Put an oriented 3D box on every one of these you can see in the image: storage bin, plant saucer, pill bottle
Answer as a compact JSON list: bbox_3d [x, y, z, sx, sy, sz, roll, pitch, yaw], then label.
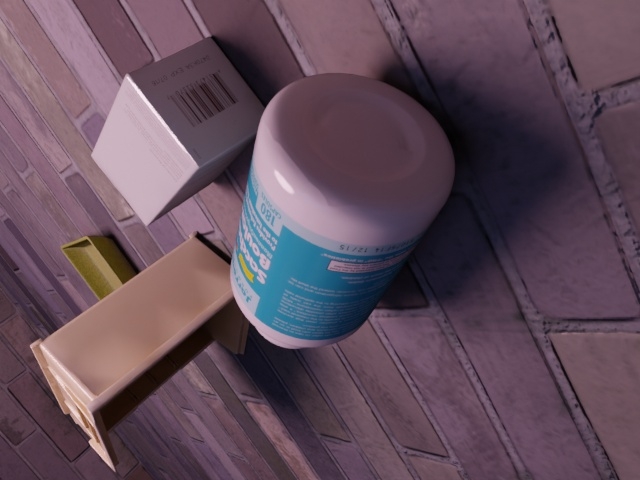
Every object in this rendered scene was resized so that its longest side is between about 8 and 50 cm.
[{"bbox_3d":[-0.235,0.163,0.787,0.123,0.262,0.260,37,144,16],"label":"storage bin"},{"bbox_3d":[-0.409,0.068,1.070,0.188,0.045,0.188,-10,116,50],"label":"plant saucer"},{"bbox_3d":[0.000,0.000,0.481,0.146,0.146,0.264,39,144,13],"label":"pill bottle"}]

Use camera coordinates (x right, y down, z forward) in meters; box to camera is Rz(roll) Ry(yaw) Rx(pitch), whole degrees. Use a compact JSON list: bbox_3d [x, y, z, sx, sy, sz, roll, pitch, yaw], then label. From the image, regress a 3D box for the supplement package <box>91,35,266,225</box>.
[{"bbox_3d":[-0.152,-0.107,0.577,0.105,0.105,0.179,52,144,-7],"label":"supplement package"}]
